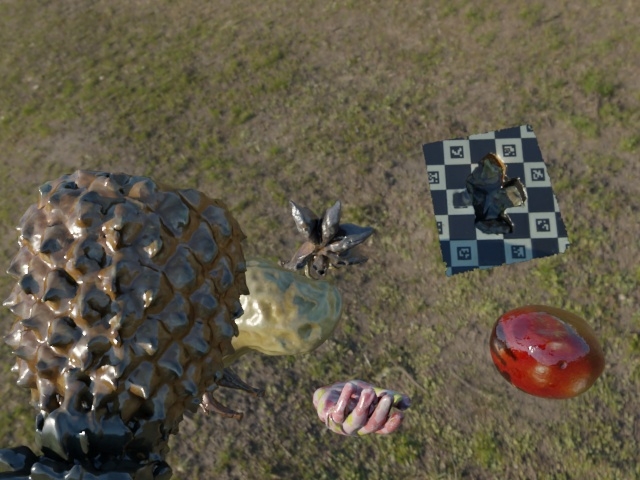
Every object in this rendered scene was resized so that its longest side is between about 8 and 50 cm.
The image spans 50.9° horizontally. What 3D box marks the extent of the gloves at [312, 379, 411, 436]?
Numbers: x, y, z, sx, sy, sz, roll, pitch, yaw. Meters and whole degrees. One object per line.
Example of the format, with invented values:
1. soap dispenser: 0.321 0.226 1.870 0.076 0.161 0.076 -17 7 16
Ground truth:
1. gloves: 0.089 0.360 1.426 0.241 0.145 0.126 15 85 57

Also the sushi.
1. sushi: 0.259 -0.060 1.029 0.193 0.040 0.210 -11 77 -1

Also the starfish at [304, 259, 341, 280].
1. starfish: 0.024 0.026 1.863 0.190 0.074 0.146 -39 23 41

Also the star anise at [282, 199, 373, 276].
1. star anise: 0.016 0.004 1.304 0.172 0.208 0.063 7 45 -2

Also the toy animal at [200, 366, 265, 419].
1. toy animal: -0.200 0.227 1.283 0.230 0.066 0.224 30 38 19

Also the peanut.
1. peanut: -0.122 0.105 0.917 0.325 0.140 0.153 -7 45 26

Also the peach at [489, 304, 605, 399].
1. peach: 0.484 0.239 1.459 0.244 0.243 0.199 12 82 34

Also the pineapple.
1. pineapple: -0.187 0.128 0.599 0.223 0.223 0.357 -4 65 22
